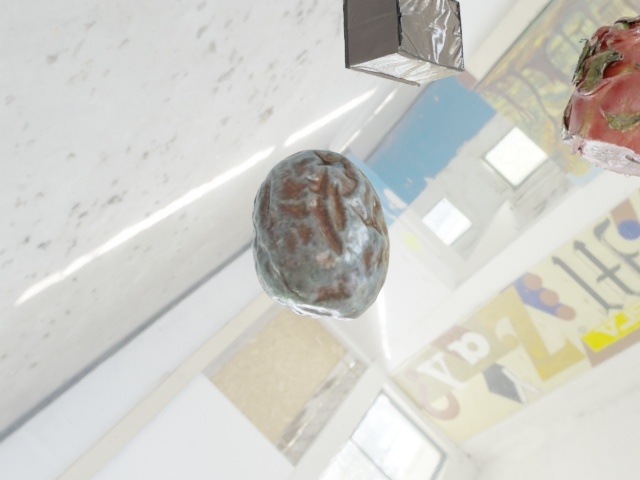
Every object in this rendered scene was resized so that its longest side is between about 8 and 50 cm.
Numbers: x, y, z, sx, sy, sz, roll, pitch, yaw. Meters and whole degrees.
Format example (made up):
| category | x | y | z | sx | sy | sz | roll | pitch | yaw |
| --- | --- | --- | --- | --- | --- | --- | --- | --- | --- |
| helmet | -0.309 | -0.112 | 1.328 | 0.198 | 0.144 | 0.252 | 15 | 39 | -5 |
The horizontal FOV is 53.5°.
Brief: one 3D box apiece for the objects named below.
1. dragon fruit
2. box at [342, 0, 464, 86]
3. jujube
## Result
| category | x | y | z | sx | sy | sz | roll | pitch | yaw |
| --- | --- | --- | --- | --- | --- | --- | --- | --- | --- |
| dragon fruit | 0.575 | -0.267 | 1.117 | 0.291 | 0.269 | 0.250 | -63 | 159 | -4 |
| box | 0.193 | -0.465 | 1.429 | 0.252 | 0.189 | 0.153 | 3 | 173 | -43 |
| jujube | 0.003 | -0.005 | 1.095 | 0.246 | 0.308 | 0.215 | 7 | 143 | -37 |
